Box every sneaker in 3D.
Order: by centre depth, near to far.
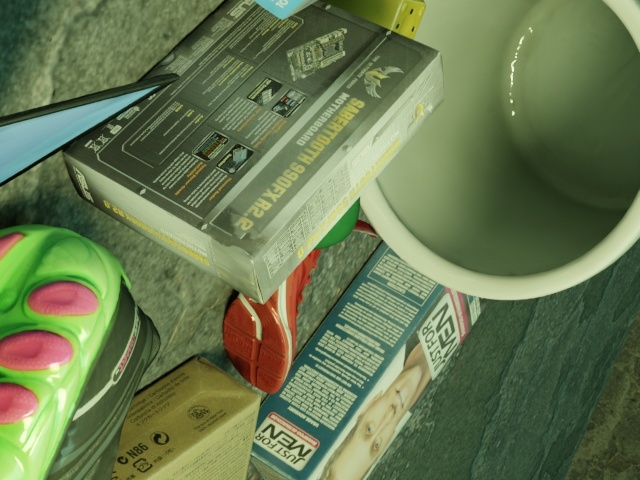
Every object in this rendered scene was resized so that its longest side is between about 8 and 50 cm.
[{"bbox_3d":[-0.252,0.227,0.822,0.483,0.185,0.202,-58,150,-5],"label":"sneaker"},{"bbox_3d":[-0.025,0.043,1.167,0.128,0.087,0.221,-37,147,-38],"label":"sneaker"}]

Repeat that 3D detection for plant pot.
[{"bbox_3d":[0.043,-0.202,1.043,0.081,0.083,0.081,-8,122,-59],"label":"plant pot"}]

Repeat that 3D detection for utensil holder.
[{"bbox_3d":[0.254,-0.139,1.221,0.385,0.328,0.327,-19,132,-56],"label":"utensil holder"}]

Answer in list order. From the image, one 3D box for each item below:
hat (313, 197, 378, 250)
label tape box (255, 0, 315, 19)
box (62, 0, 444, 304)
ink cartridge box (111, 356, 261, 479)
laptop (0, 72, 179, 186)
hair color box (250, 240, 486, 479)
[{"bbox_3d":[0.000,0.000,0.999,0.208,0.173,0.183,-43,123,-26],"label":"hat"},{"bbox_3d":[0.039,-0.265,0.809,0.334,0.106,0.240,-38,-176,-40],"label":"label tape box"},{"bbox_3d":[-0.045,-0.085,0.884,0.231,0.183,0.056,-49,152,-25],"label":"box"},{"bbox_3d":[-0.169,0.246,1.102,0.235,0.088,0.193,-31,143,-48],"label":"ink cartridge box"},{"bbox_3d":[-0.205,0.041,0.620,0.136,0.234,0.264,24,54,-41],"label":"laptop"},{"bbox_3d":[0.059,0.153,1.410,0.347,0.105,0.174,-52,153,-16],"label":"hair color box"}]
